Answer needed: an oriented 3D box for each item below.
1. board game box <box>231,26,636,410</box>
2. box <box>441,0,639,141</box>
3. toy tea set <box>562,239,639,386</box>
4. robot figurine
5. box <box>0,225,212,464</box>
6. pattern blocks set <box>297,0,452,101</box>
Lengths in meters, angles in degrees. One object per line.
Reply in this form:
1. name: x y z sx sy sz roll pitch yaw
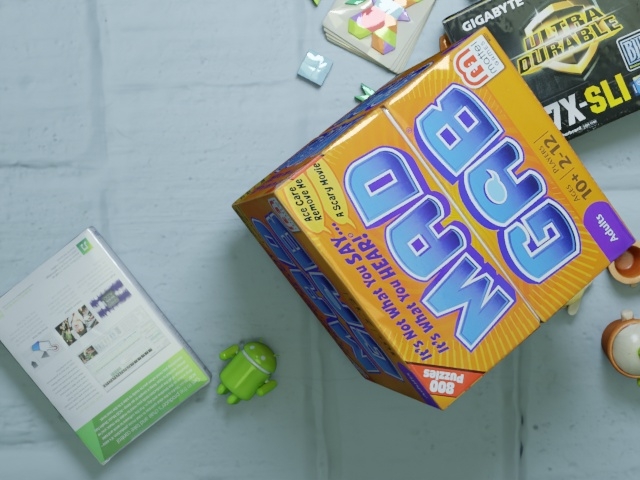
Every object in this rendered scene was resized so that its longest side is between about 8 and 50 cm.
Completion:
1. board game box: 0.141 -0.027 1.462 0.356 0.356 0.356 -39 98 -12
2. box: 0.387 -0.297 1.581 0.322 0.079 0.257 -23 102 16
3. toy tea set: 0.467 0.072 1.635 0.336 0.124 0.200 39 93 -4
4. robot figurine: -0.119 0.215 1.669 0.101 0.067 0.115 42 93 16
5. box: -0.365 0.171 1.670 0.232 0.058 0.322 -37 93 2
6. pattern blocks set: 0.107 -0.378 1.644 0.285 0.026 0.325 17 95 -2
